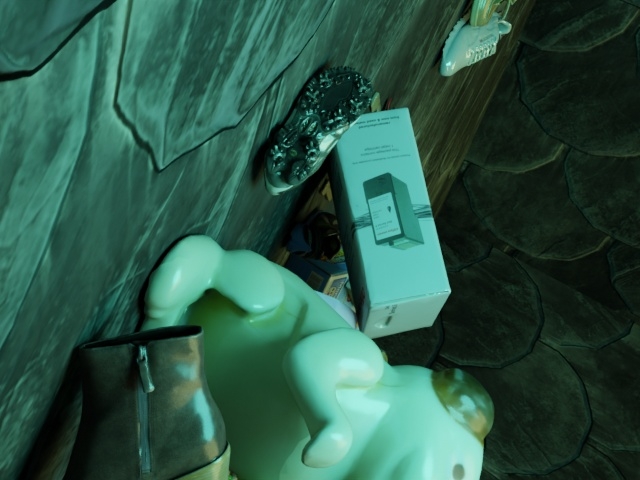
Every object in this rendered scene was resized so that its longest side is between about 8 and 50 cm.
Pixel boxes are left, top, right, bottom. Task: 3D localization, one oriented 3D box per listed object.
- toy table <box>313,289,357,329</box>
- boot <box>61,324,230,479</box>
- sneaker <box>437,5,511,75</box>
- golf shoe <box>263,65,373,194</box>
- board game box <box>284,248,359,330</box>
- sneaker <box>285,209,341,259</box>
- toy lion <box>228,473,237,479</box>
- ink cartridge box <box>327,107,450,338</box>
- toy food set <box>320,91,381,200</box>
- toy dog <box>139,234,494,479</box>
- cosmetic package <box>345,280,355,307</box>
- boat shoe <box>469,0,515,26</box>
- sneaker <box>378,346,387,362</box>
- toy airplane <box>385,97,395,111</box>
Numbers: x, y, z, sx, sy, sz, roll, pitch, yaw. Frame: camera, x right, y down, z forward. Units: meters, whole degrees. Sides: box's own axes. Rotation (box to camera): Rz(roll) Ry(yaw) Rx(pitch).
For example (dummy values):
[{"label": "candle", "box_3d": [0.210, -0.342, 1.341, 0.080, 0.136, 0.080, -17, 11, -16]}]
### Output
[{"label": "toy table", "box_3d": [-0.045, 0.171, 1.589, 0.274, 0.252, 0.161, 65, 38, -70]}, {"label": "boot", "box_3d": [-0.216, 0.195, 1.048, 0.090, 0.248, 0.207, -132, -148, -70]}, {"label": "sneaker", "box_3d": [0.322, -0.417, 2.266, 0.235, 0.095, 0.090, -53, 170, -35]}, {"label": "golf shoe", "box_3d": [-0.011, -0.135, 1.326, 0.198, 0.077, 0.094, -49, 178, -27]}, {"label": "board game box", "box_3d": [-0.009, 0.154, 1.970, 0.302, 0.086, 0.308, -10, 130, -63]}, {"label": "sneaker", "box_3d": [0.000, 0.000, 1.766, 0.067, 0.078, 0.188, -63, 172, 16]}, {"label": "toy lion", "box_3d": [-0.223, 0.511, 2.223, 0.096, 0.034, 0.100, -49, 156, -11]}, {"label": "ink cartridge box", "box_3d": [0.094, -0.019, 1.605, 0.211, 0.121, 0.289, 95, -15, -72]}, {"label": "toy food set", "box_3d": [0.067, -0.147, 1.816, 0.192, 0.038, 0.132, -61, 172, -3]}, {"label": "toy dog", "box_3d": [-0.009, 0.204, 1.259, 0.284, 0.408, 0.395, -62, 171, 11]}, {"label": "cosmetic package", "box_3d": [0.083, 0.088, 1.896, 0.060, 0.041, 0.115, -50, 158, -14]}, {"label": "boat shoe", "box_3d": [0.392, -0.560, 2.205, 0.285, 0.089, 0.104, -63, 172, 1]}, {"label": "sneaker", "box_3d": [0.002, 0.354, 2.226, 0.410, 0.158, 0.182, -47, -153, 38]}, {"label": "toy airplane", "box_3d": [0.105, -0.186, 1.950, 0.151, 0.028, 0.151, -59, 173, -13]}]
